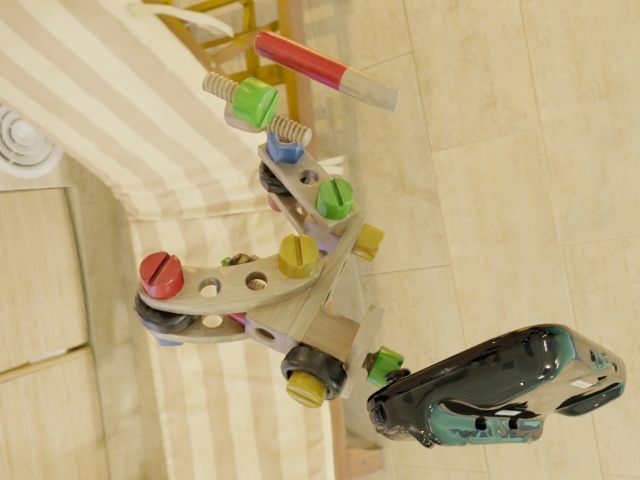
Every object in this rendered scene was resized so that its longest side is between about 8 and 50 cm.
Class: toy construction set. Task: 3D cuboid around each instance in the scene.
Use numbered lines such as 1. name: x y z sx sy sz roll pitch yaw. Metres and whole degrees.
1. toy construction set: 0.000 0.000 0.531 0.237 0.257 0.309 27 121 16

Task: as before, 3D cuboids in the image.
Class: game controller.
1. game controller: 0.176 0.135 0.520 0.166 0.319 0.067 -39 56 20
